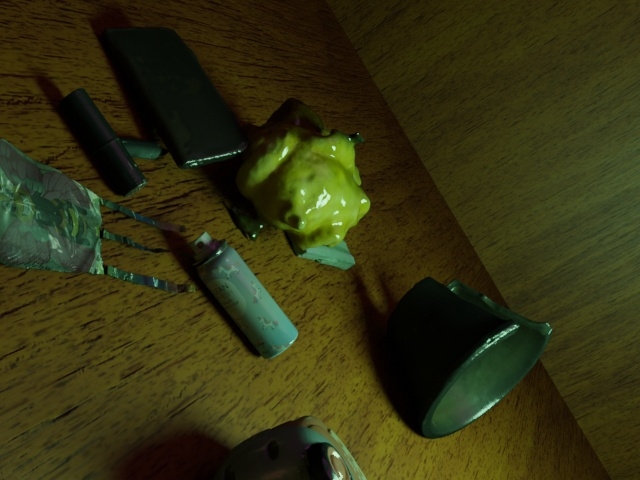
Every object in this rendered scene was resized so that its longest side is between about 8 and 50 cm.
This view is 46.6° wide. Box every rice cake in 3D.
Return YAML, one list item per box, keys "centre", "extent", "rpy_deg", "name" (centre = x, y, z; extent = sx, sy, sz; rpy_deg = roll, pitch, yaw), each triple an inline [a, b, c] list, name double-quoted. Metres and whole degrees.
- centre: [0.000, 0.000, 1.655]
  extent: [0.237, 0.043, 0.127]
  rpy_deg: [14, 49, -61]
  name: "rice cake"

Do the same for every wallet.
- centre: [-0.261, -0.265, 1.343]
  extent: [0.165, 0.042, 0.310]
  rpy_deg: [-19, 69, -45]
  name: "wallet"

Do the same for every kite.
- centre: [-0.310, -0.011, 1.015]
  extent: [0.360, 0.022, 0.204]
  rpy_deg: [26, 38, -49]
  name: "kite"

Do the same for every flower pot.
- centre: [0.296, 0.240, 1.681]
  extent: [0.251, 0.379, 0.379]
  rpy_deg: [46, 13, 31]
  name: "flower pot"

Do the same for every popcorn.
- centre: [-0.035, -0.139, 1.452]
  extent: [0.297, 0.280, 0.316]
  rpy_deg: [24, 43, -56]
  name: "popcorn"

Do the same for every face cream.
- centre: [-0.131, 0.085, 1.208]
  extent: [0.229, 0.075, 0.075]
  rpy_deg: [53, 22, -13]
  name: "face cream"

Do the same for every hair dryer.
- centre: [-0.312, -0.165, 1.191]
  extent: [0.173, 0.050, 0.195]
  rpy_deg: [58, 17, -6]
  name: "hair dryer"

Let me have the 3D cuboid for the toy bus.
- centre: [-0.011, 0.368, 0.967]
  extent: [0.288, 0.194, 0.232]
  rpy_deg: [58, 9, -1]
  name: "toy bus"
